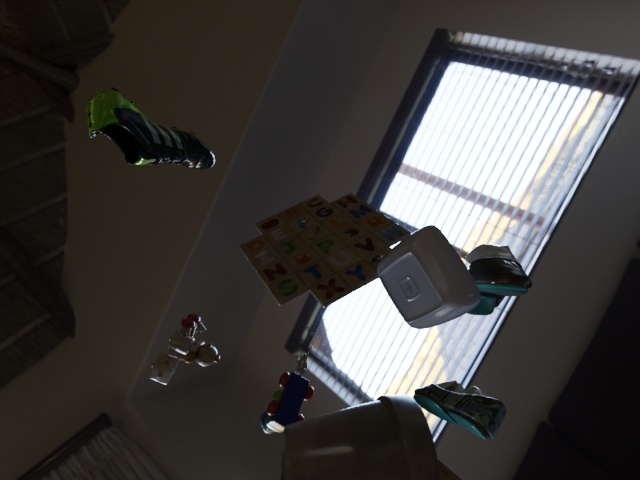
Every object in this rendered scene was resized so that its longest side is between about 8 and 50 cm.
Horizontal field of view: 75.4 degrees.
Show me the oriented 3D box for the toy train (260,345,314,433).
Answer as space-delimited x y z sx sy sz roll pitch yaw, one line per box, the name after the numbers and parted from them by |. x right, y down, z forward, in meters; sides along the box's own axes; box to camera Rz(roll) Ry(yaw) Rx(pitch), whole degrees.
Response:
-0.092 0.446 1.232 0.143 0.105 0.248 -48 12 44 | toy train

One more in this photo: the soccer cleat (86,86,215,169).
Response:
-0.213 -0.122 0.534 0.178 0.060 0.073 25 -128 -50 | soccer cleat

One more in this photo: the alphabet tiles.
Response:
0.000 0.000 0.832 0.285 0.342 0.011 -27 -55 -16 | alphabet tiles

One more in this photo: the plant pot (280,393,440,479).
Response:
0.060 0.491 0.865 0.280 0.323 0.324 3 -61 -8 | plant pot

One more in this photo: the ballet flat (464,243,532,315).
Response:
0.282 0.061 0.708 0.280 0.095 0.096 67 -150 -71 | ballet flat

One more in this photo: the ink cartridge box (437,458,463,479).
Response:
0.245 0.619 1.117 0.088 0.234 0.193 -40 -32 -27 | ink cartridge box

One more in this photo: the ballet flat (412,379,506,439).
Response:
0.212 0.249 0.635 0.070 0.188 0.070 2 -96 -18 | ballet flat

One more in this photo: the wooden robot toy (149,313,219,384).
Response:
-0.198 0.172 0.666 0.173 0.078 0.076 -78 12 -81 | wooden robot toy

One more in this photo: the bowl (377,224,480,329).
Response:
0.149 0.065 0.623 0.053 0.142 0.142 -21 -15 -36 | bowl
